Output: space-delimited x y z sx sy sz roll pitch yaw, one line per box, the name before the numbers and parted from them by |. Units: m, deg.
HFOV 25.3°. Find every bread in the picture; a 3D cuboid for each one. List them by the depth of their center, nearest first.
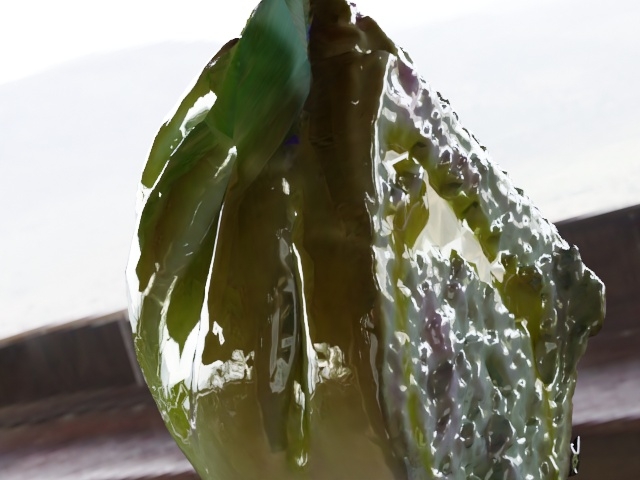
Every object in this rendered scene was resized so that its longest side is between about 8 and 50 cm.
bread | -0.002 0.011 0.516 0.156 0.158 0.260 -43 35 8
